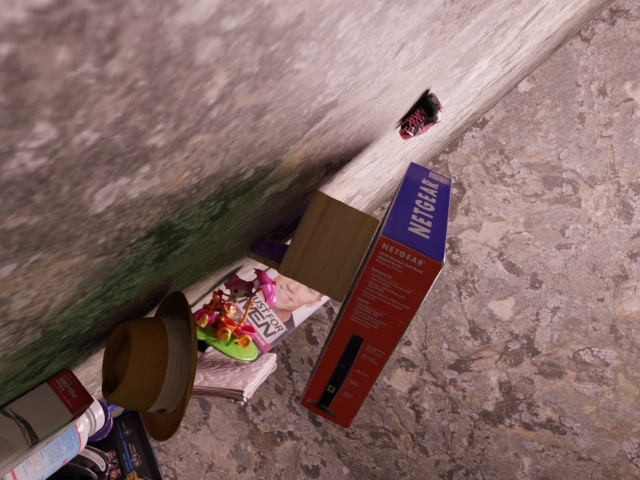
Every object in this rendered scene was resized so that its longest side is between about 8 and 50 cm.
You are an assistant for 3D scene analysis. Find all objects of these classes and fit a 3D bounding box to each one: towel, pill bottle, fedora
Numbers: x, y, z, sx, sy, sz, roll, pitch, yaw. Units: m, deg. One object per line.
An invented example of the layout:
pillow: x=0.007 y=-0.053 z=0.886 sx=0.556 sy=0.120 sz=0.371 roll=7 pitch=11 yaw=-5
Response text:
towel: x=-0.305 y=0.361 z=1.259 sx=0.316 sy=0.054 sz=0.332 roll=3 pitch=-179 yaw=9
pill bottle: x=-0.386 y=0.280 z=0.635 sx=0.087 sy=0.087 sz=0.160 roll=-41 pitch=175 yaw=26
fedora: x=-0.218 y=0.151 z=0.566 sx=0.079 sy=0.195 sz=0.194 roll=12 pitch=141 yaw=-35

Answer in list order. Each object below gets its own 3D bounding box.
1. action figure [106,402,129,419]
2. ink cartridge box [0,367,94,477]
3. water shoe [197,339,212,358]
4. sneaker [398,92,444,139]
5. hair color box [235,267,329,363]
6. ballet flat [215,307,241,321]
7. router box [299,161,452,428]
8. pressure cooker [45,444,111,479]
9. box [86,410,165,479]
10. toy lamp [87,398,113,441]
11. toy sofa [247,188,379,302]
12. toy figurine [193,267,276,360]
action figure: x=-0.500 y=0.445 z=1.295 sx=0.138 sy=0.092 sz=0.280 roll=-23 pitch=-177 yaw=20
ink cartridge box: x=-0.353 y=0.224 z=0.539 sx=0.099 sy=0.056 sz=0.135 roll=-43 pitch=175 yaw=35
water shoe: x=-0.341 y=0.276 z=1.301 sx=0.203 sy=0.072 sz=0.080 roll=84 pitch=30 yaw=-85
sneaker: x=0.160 y=-0.196 z=0.751 sx=0.057 sy=0.047 sz=0.119 roll=-27 pitch=173 yaw=-9
hair color box: x=-0.107 y=0.162 z=1.277 sx=0.347 sy=0.174 sz=0.105 roll=-39 pitch=175 yaw=-16
ballet flat: x=-0.240 y=0.173 z=1.065 sx=0.084 sy=0.058 sz=0.250 roll=-14 pitch=180 yaw=3
router box: x=0.097 y=0.065 z=0.726 sx=0.335 sy=0.082 sz=0.301 roll=-56 pitch=170 yaw=-60
pressure cooker: x=-0.453 y=0.533 z=0.681 sx=0.375 sy=0.370 sz=0.420 roll=-16 pitch=162 yaw=-33
box: x=-0.512 y=0.568 z=1.036 sx=0.293 sy=0.295 sz=0.074 roll=-22 pitch=127 yaw=-23
toy lamp: x=-0.496 y=0.398 z=1.009 sx=0.080 sy=0.080 sz=0.274 roll=-37 pitch=176 yaw=-33
toy sofa: x=0.000 y=0.000 z=0.893 sx=0.150 sy=0.177 sz=0.362 roll=-64 pitch=175 yaw=1
toy figurine: x=-0.161 y=0.123 z=0.890 sx=0.159 sy=0.173 sz=0.130 roll=-59 pitch=-153 yaw=7
